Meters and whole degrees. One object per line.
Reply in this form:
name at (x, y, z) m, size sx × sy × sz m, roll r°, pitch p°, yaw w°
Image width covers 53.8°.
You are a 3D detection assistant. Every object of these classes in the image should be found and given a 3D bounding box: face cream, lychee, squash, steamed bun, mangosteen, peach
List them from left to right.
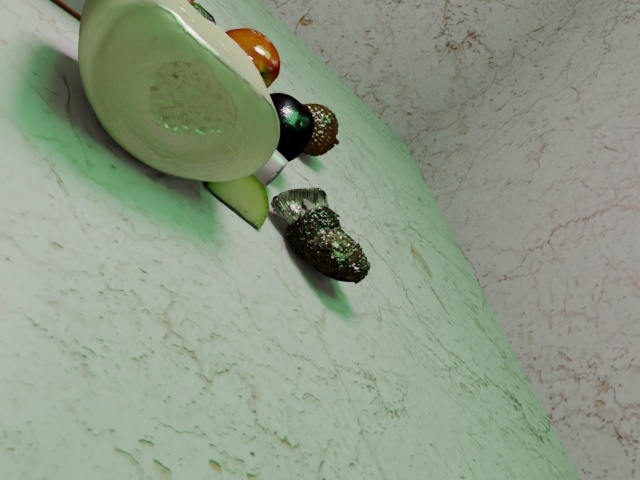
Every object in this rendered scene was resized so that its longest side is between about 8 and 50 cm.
steamed bun at (-0.317, -0.338, 1.355) m, size 0.456 × 0.290 × 0.371 m, roll 39°, pitch 17°, yaw -36°
face cream at (-0.215, -0.268, 1.720) m, size 0.269 × 0.107 × 0.073 m, roll 44°, pitch -2°, yaw -14°
peach at (-0.255, -0.592, 2.082) m, size 0.244 × 0.199 × 0.243 m, roll 15°, pitch 40°, yaw -12°
squash at (-0.192, -0.148, 1.575) m, size 0.192 × 0.085 × 0.184 m, roll 41°, pitch 22°, yaw -28°
mangosteen at (-0.145, -0.331, 1.845) m, size 0.243 × 0.243 × 0.243 m, roll 43°, pitch 21°, yaw -20°
lychee at (-0.022, -0.393, 2.241) m, size 0.238 × 0.200 × 0.200 m, roll 20°, pitch 34°, yaw -34°

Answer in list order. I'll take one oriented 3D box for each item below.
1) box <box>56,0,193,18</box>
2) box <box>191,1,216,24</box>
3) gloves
box at (-0.504, -0.714, 1.576) m, size 0.349 × 0.319 × 0.256 m, roll 31°, pitch 27°, yaw -41°
box at (-0.463, -0.727, 2.017) m, size 0.134 × 0.097 × 0.345 m, roll 51°, pitch 19°, yaw 3°
gloves at (0.007, -0.004, 1.668) m, size 0.210 × 0.135 × 0.312 m, roll 18°, pitch 37°, yaw -56°
